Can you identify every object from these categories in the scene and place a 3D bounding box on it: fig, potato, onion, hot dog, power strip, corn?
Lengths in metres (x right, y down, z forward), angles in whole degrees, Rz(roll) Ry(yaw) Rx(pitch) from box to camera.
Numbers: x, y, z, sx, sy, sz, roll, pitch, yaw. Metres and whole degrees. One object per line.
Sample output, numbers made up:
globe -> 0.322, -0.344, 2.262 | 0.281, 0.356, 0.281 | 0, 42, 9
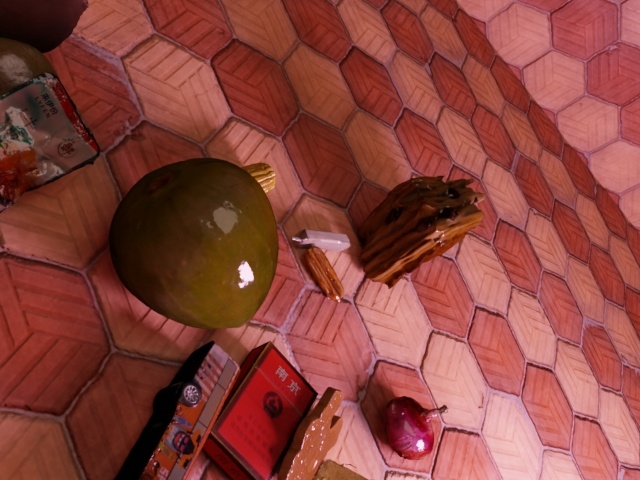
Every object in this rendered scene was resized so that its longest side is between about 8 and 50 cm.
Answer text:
fig -> -0.209, 0.021, 1.247 | 0.316, 0.316, 0.316 | 25, 50, -34
potato -> -0.502, -0.243, 1.192 | 0.194, 0.157, 0.157 | 39, 43, -18
onion -> 0.221, 0.403, 1.551 | 0.150, 0.140, 0.150 | 47, 29, -36
hot dog -> 0.008, 0.079, 1.612 | 0.144, 0.038, 0.062 | 59, 36, -3
power strip -> 0.000, 0.000, 1.645 | 0.191, 0.047, 0.030 | 7, 57, -45
corn -> -0.189, -0.107, 1.488 | 0.248, 0.081, 0.081 | -28, 88, -51

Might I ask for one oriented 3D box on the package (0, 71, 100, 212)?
package -> -0.488, -0.150, 1.129 | 0.232, 0.040, 0.166 | -33, 117, -19

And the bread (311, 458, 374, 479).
bread -> 0.050, 0.474, 1.372 | 0.109, 0.080, 0.084 | 53, 38, -10

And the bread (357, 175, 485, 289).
bread -> 0.265, -0.052, 1.768 | 0.370, 0.314, 0.192 | -24, 76, -46

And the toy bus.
toy bus -> -0.253, 0.339, 1.131 | 0.092, 0.093, 0.409 | 45, 42, -19

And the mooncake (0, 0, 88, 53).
mooncake -> -0.548, -0.461, 1.155 | 0.324, 0.324, 0.187 | 13, 55, -42

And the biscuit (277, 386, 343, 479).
biscuit -> -0.018, 0.388, 1.336 | 0.236, 0.040, 0.144 | -41, 132, -50

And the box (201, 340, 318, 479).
box -> -0.114, 0.323, 1.302 | 0.153, 0.074, 0.240 | 47, 40, -10
